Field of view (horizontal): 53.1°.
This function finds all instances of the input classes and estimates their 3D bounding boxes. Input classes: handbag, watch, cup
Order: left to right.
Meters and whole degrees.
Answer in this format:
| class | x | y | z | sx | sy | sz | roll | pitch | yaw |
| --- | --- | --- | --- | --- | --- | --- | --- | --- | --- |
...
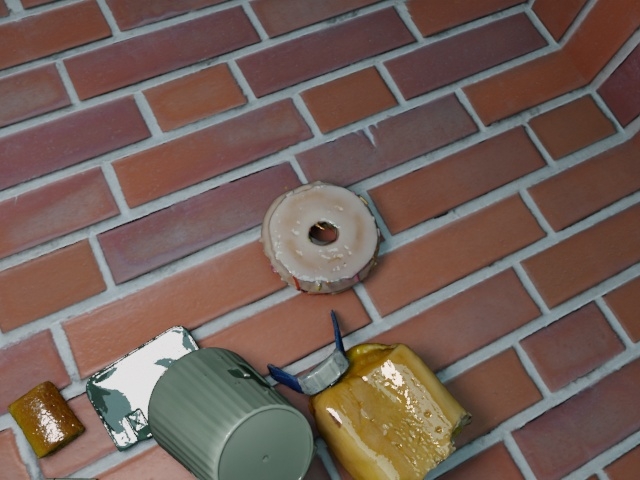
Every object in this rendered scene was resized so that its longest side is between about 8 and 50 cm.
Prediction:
| class | x | y | z | sx | sy | sz | roll | pitch | yaw |
| --- | --- | --- | --- | --- | --- | --- | --- | --- | --- |
| handbag | -0.467 | 0.409 | 1.801 | 0.326 | 0.089 | 0.238 | -31 | 77 | -19 |
| cup | -0.191 | 0.463 | 1.630 | 0.401 | 0.392 | 0.310 | -7 | 103 | -32 |
| watch | 0.005 | 0.318 | 1.817 | 0.276 | 0.274 | 0.068 | -40 | 106 | -20 |

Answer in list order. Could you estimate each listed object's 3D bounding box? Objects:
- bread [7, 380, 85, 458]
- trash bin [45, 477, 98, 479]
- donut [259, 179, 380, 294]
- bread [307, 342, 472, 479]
| class | x | y | z | sx | sy | sz | roll | pitch | yaw |
| --- | --- | --- | --- | --- | --- | --- | --- | --- | --- |
| bread | -0.736 | 0.480 | 1.721 | 0.132 | 0.103 | 0.172 | -36 | 78 | -20 |
| trash bin | -0.656 | 0.682 | 1.672 | 0.130 | 0.059 | 0.116 | 3 | 69 | -8 |
| donut | 0.000 | 0.000 | 2.007 | 0.382 | 0.142 | 0.382 | 3 | 67 | -6 |
| bread | 0.168 | 0.481 | 1.780 | 0.361 | 0.250 | 0.394 | -35 | 72 | -22 |
